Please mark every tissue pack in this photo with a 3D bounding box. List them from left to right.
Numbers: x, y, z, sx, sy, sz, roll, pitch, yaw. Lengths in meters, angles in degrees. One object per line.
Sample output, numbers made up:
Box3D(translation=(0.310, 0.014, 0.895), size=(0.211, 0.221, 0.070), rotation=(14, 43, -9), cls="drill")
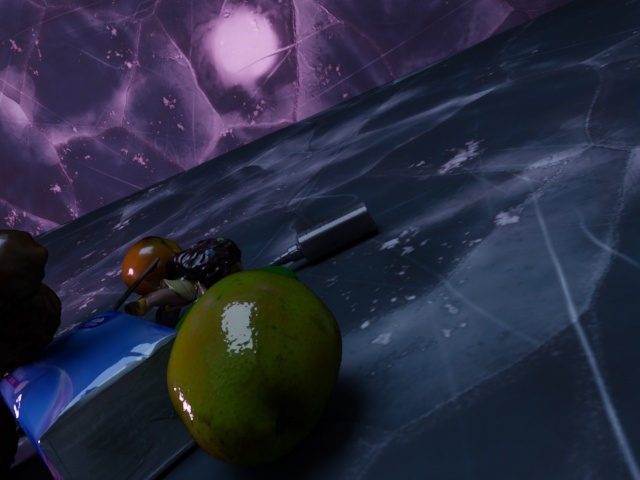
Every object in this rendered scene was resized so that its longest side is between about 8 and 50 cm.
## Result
Box3D(translation=(-0.273, 0.199, 0.811), size=(0.198, 0.146, 0.263), rotation=(-36, 20, -29), cls="tissue pack")

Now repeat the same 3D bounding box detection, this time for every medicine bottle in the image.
Box3D(translation=(0.000, 0.000, 1.121), size=(0.199, 0.057, 0.057), rotation=(-26, 18, 4), cls="medicine bottle")

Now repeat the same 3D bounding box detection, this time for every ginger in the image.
Box3D(translation=(-0.522, 0.119, 0.778), size=(0.418, 0.176, 0.254), rotation=(-19, -25, -17), cls="ginger")

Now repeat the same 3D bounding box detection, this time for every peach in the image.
Box3D(translation=(-0.358, 0.056, 1.370), size=(0.138, 0.138, 0.138), rotation=(-24, 18, 8), cls="peach")

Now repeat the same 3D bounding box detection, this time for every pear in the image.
Box3D(translation=(-0.064, 0.130, 0.658), size=(0.187, 0.187, 0.219), rotation=(-26, 20, 3), cls="pear")

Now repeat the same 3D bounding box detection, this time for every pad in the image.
Box3D(translation=(-0.401, 0.173, 1.099), size=(0.286, 0.018, 0.284), rotation=(-46, 10, 23), cls="pad")

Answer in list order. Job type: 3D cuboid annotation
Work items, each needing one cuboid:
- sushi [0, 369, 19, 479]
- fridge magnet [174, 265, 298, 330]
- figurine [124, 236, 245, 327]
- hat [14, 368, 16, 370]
Box3D(translation=(-0.511, 0.298, 0.899), size=(0.287, 0.149, 0.140), rotation=(-53, 47, 2), cls="sushi")
Box3D(translation=(-0.123, 0.108, 0.944), size=(0.208, 0.088, 0.208), rotation=(-25, 17, 8), cls="fridge magnet")
Box3D(translation=(-0.233, 0.079, 1.139), size=(0.175, 0.115, 0.240), rotation=(-11, 24, 42), cls="figurine")
Box3D(translation=(-0.650, 0.284, 1.121), size=(0.265, 0.265, 0.128), rotation=(-49, -13, -49), cls="hat")
